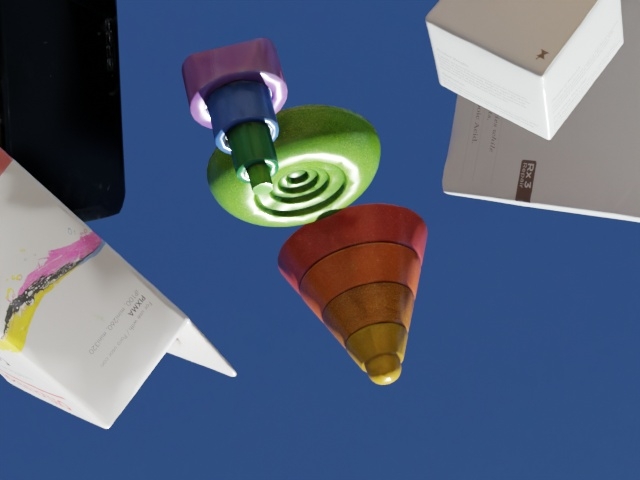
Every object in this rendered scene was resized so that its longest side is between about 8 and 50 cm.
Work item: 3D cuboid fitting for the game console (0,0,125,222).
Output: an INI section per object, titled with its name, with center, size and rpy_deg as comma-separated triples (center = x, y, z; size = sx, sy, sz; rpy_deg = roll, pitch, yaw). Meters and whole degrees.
[game console]
center = -0.292, -0.094, 1.347
size = 0.044, 0.213, 0.361
rpy_deg = 10, -163, 42

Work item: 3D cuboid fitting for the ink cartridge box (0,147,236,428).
[ink cartridge box]
center = -0.143, 0.019, 0.831
size = 0.067, 0.198, 0.115
rpy_deg = -54, -149, -14

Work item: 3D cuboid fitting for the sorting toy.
[sorting toy]
center = 0.000, 0.000, 1.279
size = 0.127, 0.365, 0.126
rpy_deg = -20, -121, 9

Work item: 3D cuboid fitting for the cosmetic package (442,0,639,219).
[cosmetic package]
center = 0.292, -0.120, 1.585
size = 0.156, 0.385, 0.217
rpy_deg = 7, -90, -33

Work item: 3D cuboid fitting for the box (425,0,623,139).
[box]
center = 0.146, -0.149, 1.272
size = 0.101, 0.087, 0.102
rpy_deg = 30, -108, 25
